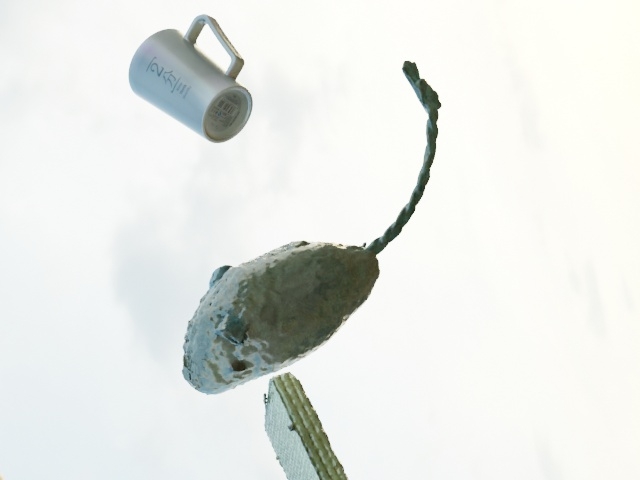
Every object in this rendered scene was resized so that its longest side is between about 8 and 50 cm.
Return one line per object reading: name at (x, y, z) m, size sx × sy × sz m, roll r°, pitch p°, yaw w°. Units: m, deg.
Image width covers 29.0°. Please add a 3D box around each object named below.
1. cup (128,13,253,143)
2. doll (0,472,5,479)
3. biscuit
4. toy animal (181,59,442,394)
cup at (-0.116, -0.158, 1.172) m, size 0.074 × 0.116 × 0.104 m, roll 20°, pitch -76°, yaw -54°
doll at (-0.348, 0.281, 0.959) m, size 0.151 × 0.151 × 0.287 m, roll 68°, pitch -153°, yaw -25°
biscuit at (-0.002, 0.236, 1.225) m, size 0.121 × 0.040 × 0.199 m, roll 95°, pitch 151°, yaw -56°
toy animal at (0.009, 0.004, 0.788) m, size 0.253 × 0.070 × 0.079 m, roll -47°, pitch -53°, yaw -9°
